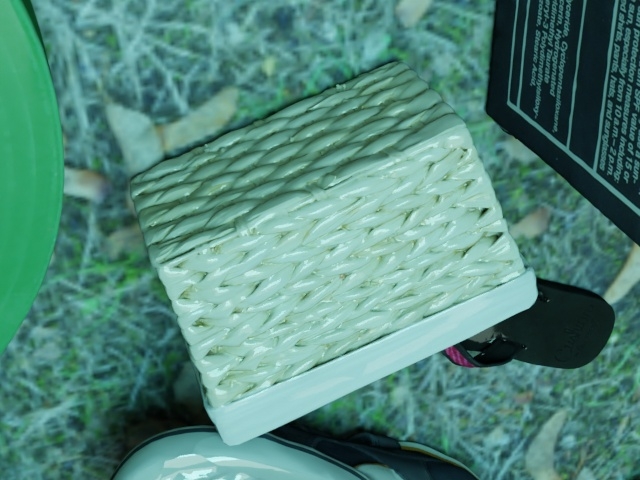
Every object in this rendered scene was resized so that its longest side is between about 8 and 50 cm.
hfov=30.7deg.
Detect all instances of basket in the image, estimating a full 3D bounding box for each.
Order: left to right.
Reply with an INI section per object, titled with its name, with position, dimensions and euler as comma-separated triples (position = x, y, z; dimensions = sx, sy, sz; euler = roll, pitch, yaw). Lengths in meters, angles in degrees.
[basket]
position = 0.000, 0.000, 0.560
dimensions = 0.167, 0.113, 0.103
euler = -25, 121, -3

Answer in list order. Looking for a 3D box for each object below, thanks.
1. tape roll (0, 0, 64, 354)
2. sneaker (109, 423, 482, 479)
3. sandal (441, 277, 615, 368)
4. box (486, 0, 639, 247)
[tape roll]
position = -0.269, -0.040, 0.470
dimensions = 0.321, 0.077, 0.321
euler = -8, 120, -14
[sneaker]
position = 0.013, 0.172, 0.651
dimensions = 0.321, 0.127, 0.126
euler = 32, 103, -28
[sandal]
position = 0.097, 0.044, 0.658
dimensions = 0.179, 0.040, 0.067
euler = 10, 114, -23
[box]
position = 0.215, -0.133, 0.450
dimensions = 0.182, 0.294, 0.296
euler = -7, 120, -15
